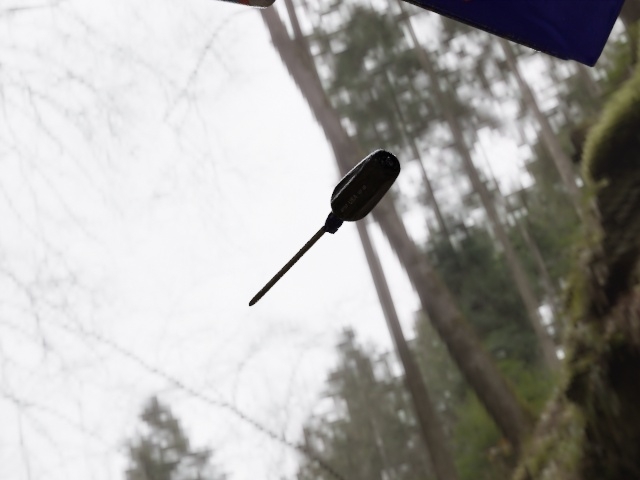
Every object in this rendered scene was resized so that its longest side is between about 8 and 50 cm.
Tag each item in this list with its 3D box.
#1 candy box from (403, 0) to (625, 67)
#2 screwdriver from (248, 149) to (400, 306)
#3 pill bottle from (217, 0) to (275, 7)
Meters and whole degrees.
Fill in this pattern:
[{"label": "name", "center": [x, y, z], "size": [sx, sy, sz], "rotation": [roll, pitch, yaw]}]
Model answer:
[{"label": "candy box", "center": [0.074, -0.287, 0.862], "size": [0.268, 0.122, 0.317], "rotation": [21, -72, -2]}, {"label": "screwdriver", "center": [0.000, 0.000, 0.957], "size": [0.025, 0.024, 0.170], "rotation": [19, -37, -16]}, {"label": "pill bottle", "center": [-0.142, -0.287, 1.529], "size": [0.222, 0.124, 0.124], "rotation": [11, -43, 13]}]
